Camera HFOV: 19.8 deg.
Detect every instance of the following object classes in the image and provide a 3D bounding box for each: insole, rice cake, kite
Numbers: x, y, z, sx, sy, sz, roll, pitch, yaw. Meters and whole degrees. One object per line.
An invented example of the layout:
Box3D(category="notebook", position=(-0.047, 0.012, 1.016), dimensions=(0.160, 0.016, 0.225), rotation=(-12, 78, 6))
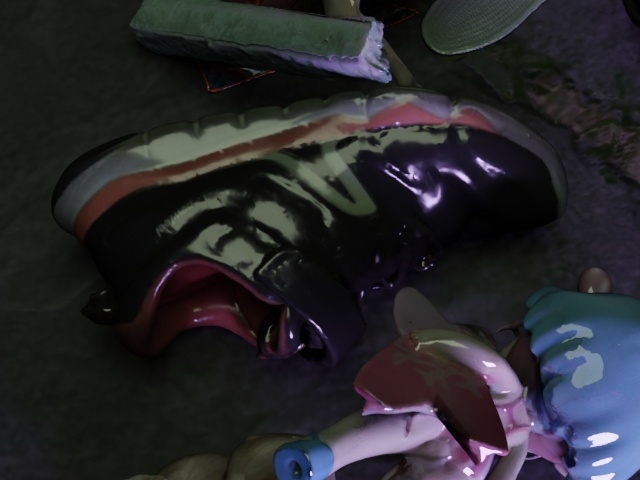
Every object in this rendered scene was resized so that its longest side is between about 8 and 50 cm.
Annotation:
Box3D(category="insole", position=(0.128, -0.161, 1.149), dimensions=(0.153, 0.002, 0.053), rotation=(-28, 70, -12))
Box3D(category="rice cake", position=(-0.036, -0.118, 1.056), dimensions=(0.208, 0.033, 0.033), rotation=(14, 73, 44))
Box3D(category="kite", position=(-0.034, -0.157, 1.142), dimensions=(0.190, 0.010, 0.159), rotation=(21, 67, 7))

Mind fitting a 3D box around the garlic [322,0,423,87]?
Box3D(category="garlic", position=(0.014, -0.276, 1.106), dimensions=(0.231, 0.246, 0.340), rotation=(7, 63, 39))

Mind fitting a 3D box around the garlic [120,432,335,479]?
Box3D(category="garlic", position=(-0.056, 0.152, 0.919), dimensions=(0.131, 0.194, 0.127), rotation=(-37, 55, 11))

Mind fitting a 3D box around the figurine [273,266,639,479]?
Box3D(category="figurine", position=(0.094, 0.114, 0.931), dimensions=(0.260, 0.103, 0.205), rotation=(-16, 86, -41))

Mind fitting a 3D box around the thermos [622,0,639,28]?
Box3D(category="thermos", position=(0.352, -0.189, 1.107), dimensions=(0.330, 0.109, 0.136), rotation=(-7, 66, -4))

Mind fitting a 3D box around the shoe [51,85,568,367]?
Box3D(category="shoe", position=(0.000, 0.000, 1.016), dimensions=(0.291, 0.114, 0.137), rotation=(-8, 65, -4))
